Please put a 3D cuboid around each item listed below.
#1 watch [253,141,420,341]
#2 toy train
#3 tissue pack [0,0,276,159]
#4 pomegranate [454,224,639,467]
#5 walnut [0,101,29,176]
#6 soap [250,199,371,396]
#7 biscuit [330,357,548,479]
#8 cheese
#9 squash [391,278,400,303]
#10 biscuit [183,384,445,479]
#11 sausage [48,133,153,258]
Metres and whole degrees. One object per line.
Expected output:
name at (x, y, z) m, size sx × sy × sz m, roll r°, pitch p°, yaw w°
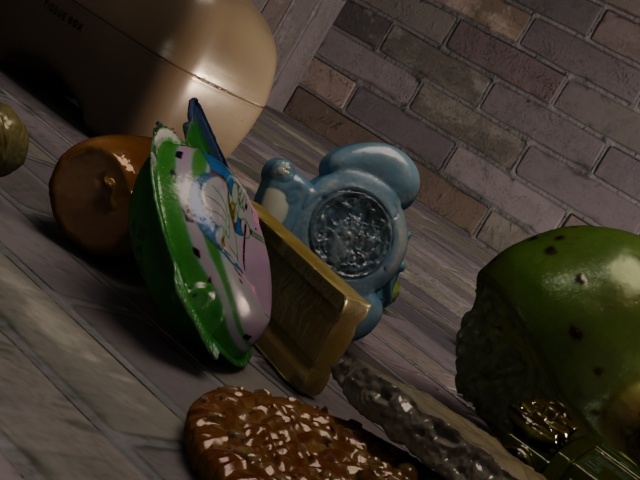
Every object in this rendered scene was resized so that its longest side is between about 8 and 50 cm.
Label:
watch at (0.000, 0.000, 1.410) m, size 0.211 × 0.211 × 0.193 m, roll 29°, pitch -13°, yaw -9°
toy train at (0.206, 0.203, 1.132) m, size 0.137 × 0.090 × 0.225 m, roll 37°, pitch 9°, yaw 17°
tissue pack at (-0.250, -0.283, 1.834) m, size 0.387 × 0.277 × 0.267 m, roll 37°, pitch 7°, yaw 34°
pomegranate at (0.281, 0.126, 1.324) m, size 0.260 × 0.260 × 0.341 m, roll 24°, pitch 11°, yaw -39°
walnut at (-0.290, -0.084, 1.117) m, size 0.092 × 0.092 × 0.092 m, roll 30°, pitch 8°, yaw -4°
soap at (-0.041, 0.044, 1.193) m, size 0.037 × 0.092 × 0.252 m, roll 23°, pitch 10°, yaw -33°
biscuit at (0.126, 0.168, 0.957) m, size 0.290 × 0.038 × 0.141 m, roll 36°, pitch 6°, yaw 33°
cheese at (-0.095, -0.018, 1.103) m, size 0.320 × 0.083 × 0.204 m, roll -91°, pitch 160°, yaw -59°
squash at (0.040, 0.044, 1.660) m, size 0.183 × 0.052 × 0.052 m, roll 25°, pitch 10°, yaw -46°
biscuit at (0.047, 0.179, 0.858) m, size 0.305 × 0.038 × 0.305 m, roll 30°, pitch 8°, yaw -4°
sausage at (-0.157, -0.042, 1.263) m, size 0.112 × 0.112 × 0.328 m, roll 32°, pitch 8°, yaw 8°
